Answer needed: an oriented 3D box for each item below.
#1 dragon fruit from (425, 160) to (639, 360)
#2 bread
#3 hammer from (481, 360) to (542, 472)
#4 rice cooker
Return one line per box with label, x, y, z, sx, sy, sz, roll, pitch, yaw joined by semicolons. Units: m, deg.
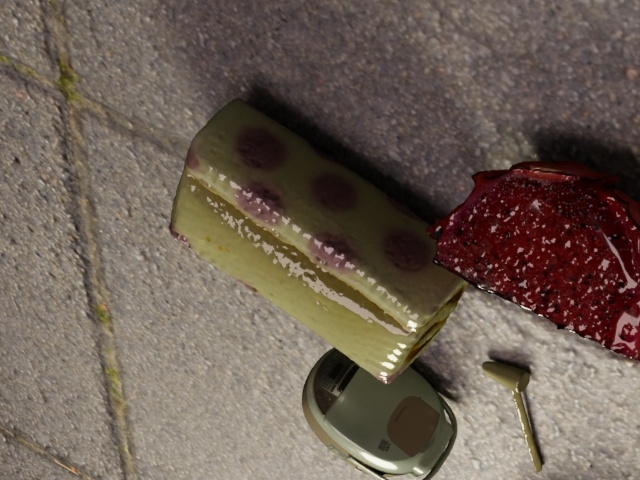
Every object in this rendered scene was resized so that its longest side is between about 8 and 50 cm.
dragon fruit;0.245;0.009;1.534;0.261;0.163;0.189;24;172;26
bread;0.000;0.000;1.730;0.338;0.155;0.187;35;138;9
hammer;0.243;0.223;1.880;0.060;0.028;0.195;17;142;36
rice cooker;0.070;0.222;1.935;0.206;0.145;0.127;39;158;-7
